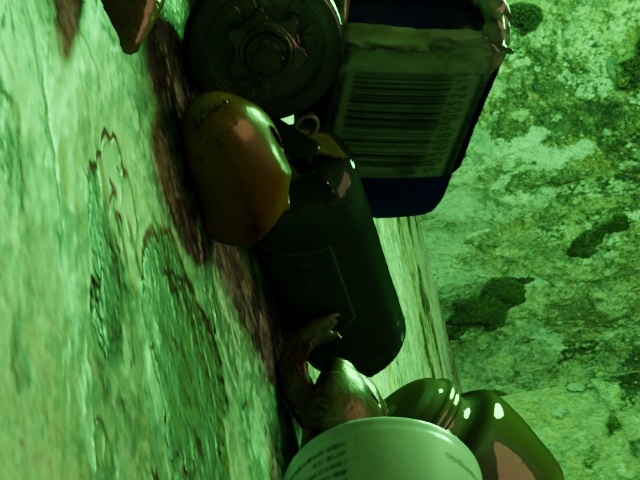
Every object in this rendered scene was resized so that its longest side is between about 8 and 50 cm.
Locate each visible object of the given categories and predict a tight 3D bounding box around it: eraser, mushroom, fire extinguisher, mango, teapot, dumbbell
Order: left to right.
[{"bbox_3d":[-0.054,-0.050,0.974,0.127,0.063,0.077,71,17,-50],"label":"mango"},{"bbox_3d":[-0.046,-0.171,1.109,0.254,0.110,0.110,-101,177,-64],"label":"dumbbell"},{"bbox_3d":[0.000,0.000,1.158,0.114,0.095,0.311,50,-11,36],"label":"fire extinguisher"},{"bbox_3d":[0.013,0.140,1.146,0.135,0.080,0.170,103,-20,-83],"label":"mushroom"},{"bbox_3d":[0.057,-0.122,1.282,0.332,0.155,0.101,103,-12,-68],"label":"eraser"},{"bbox_3d":[0.090,0.205,1.317,0.175,0.185,0.267,45,16,-9],"label":"teapot"}]

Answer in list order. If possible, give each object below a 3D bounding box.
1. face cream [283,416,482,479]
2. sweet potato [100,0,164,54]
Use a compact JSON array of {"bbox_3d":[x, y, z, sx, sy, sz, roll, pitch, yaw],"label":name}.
[{"bbox_3d":[0.049,0.287,0.921,0.369,0.145,0.145,-94,170,-51],"label":"face cream"},{"bbox_3d":[-0.106,-0.189,0.827,0.065,0.051,0.218,72,10,-65],"label":"sweet potato"}]
